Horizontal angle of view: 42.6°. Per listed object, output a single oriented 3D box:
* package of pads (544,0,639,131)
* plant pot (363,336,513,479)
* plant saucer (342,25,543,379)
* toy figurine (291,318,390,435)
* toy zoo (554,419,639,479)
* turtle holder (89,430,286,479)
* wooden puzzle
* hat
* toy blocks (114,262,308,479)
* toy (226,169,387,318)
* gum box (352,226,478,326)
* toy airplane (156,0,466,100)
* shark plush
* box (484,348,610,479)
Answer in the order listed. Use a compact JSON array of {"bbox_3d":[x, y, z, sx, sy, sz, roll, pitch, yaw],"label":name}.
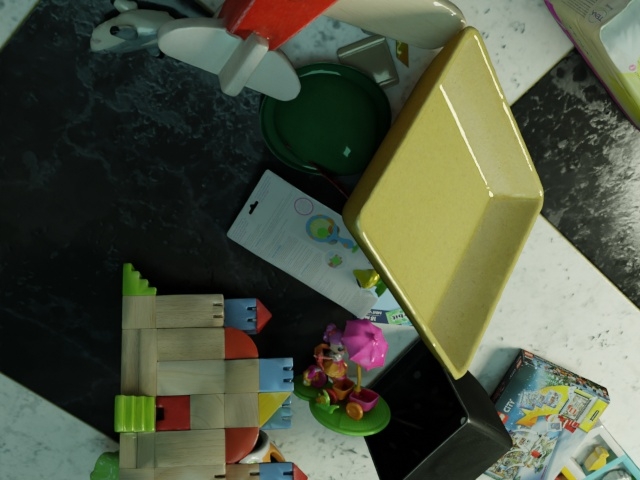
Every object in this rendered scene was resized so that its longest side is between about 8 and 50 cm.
[{"bbox_3d":[0.413,-0.208,1.018,0.101,0.229,0.296,-40,115,16],"label":"package of pads"},{"bbox_3d":[0.194,0.296,1.319,0.167,0.187,0.188,27,114,-33],"label":"plant pot"},{"bbox_3d":[0.157,-0.045,1.063,0.081,0.333,0.333,8,146,40],"label":"plant saucer"},{"bbox_3d":[0.040,0.187,1.264,0.173,0.130,0.159,24,119,29],"label":"toy figurine"},{"bbox_3d":[0.472,0.433,1.496,0.192,0.030,0.293,-36,116,15],"label":"toy zoo"},{"bbox_3d":[-0.184,0.416,1.339,0.320,0.243,0.227,13,107,32],"label":"turtle holder"},{"bbox_3d":[0.065,-0.233,1.097,0.116,0.014,0.079,-14,116,3],"label":"wooden puzzle"},{"bbox_3d":[0.025,-0.105,1.056,0.208,0.183,0.173,19,124,-18],"label":"hat"},{"bbox_3d":[-0.151,0.226,1.190,0.260,0.191,0.381,-1,76,-5],"label":"toy blocks"},{"bbox_3d":[0.000,0.000,1.185,0.237,0.056,0.137,34,124,-3],"label":"toy"},{"bbox_3d":[0.139,0.044,1.242,0.157,0.041,0.184,5,118,-7],"label":"gum box"},{"bbox_3d":[-0.025,-0.338,0.919,0.384,0.272,0.386,-4,157,9],"label":"toy airplane"},{"bbox_3d":[-0.210,-0.263,1.051,0.161,0.073,0.067,-6,142,-25],"label":"shark plush"},{"bbox_3d":[0.356,0.313,1.389,0.159,0.044,0.233,25,114,-1],"label":"box"}]
